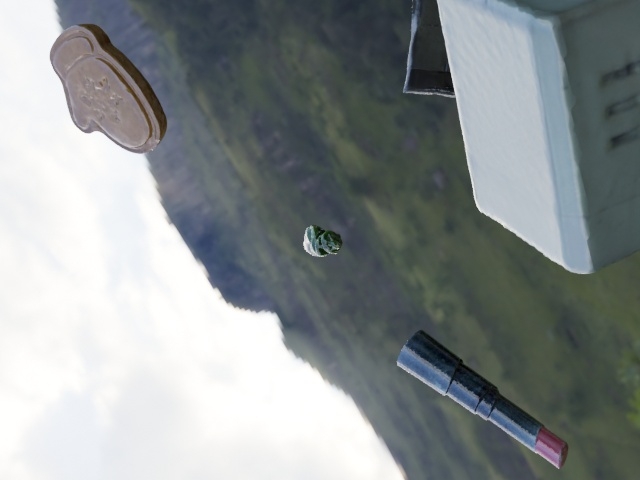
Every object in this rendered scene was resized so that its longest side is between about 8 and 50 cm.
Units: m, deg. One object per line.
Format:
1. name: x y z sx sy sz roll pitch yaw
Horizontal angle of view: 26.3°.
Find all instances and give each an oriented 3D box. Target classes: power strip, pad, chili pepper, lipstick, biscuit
1. power strip: 0.159 -0.117 0.802 0.139 0.140 0.224 -136 27 -59
2. pad: 0.212 -0.221 1.496 0.022 0.233 0.174 82 -167 -59
3. chili pepper: 0.000 0.000 1.071 0.083 0.022 0.027 172 83 -79
4. lipstick: 0.197 0.196 1.643 0.234 0.053 0.053 37 -171 21
5. biscuit: -0.211 -0.138 1.328 0.140 0.118 0.023 46 -132 -4
